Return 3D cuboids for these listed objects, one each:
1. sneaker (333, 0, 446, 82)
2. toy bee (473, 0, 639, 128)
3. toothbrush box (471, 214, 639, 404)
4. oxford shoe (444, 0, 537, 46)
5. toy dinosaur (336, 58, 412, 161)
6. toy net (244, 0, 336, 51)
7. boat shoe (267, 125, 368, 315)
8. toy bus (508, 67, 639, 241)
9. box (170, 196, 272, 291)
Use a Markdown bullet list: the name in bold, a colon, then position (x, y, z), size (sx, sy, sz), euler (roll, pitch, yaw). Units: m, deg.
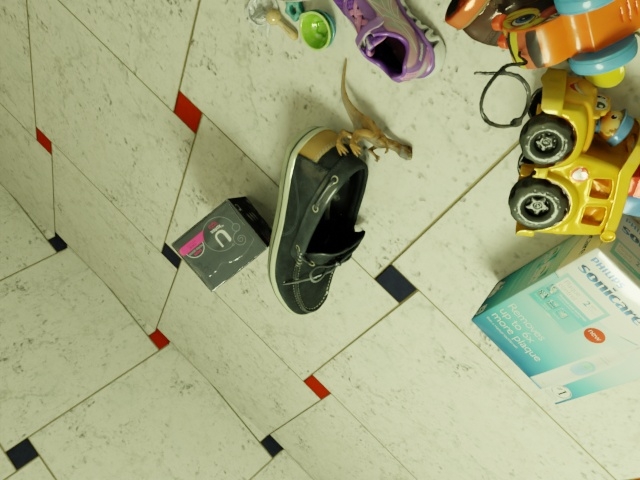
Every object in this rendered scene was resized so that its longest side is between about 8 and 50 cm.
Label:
- **sneaker**: position (0.086, -0.336, 0.854), size (0.236, 0.104, 0.095), euler (48, 145, 2)
- **toy bee**: position (0.280, -0.263, 0.636), size (0.162, 0.298, 0.195), euler (-122, 21, -58)
- **toothbrush box**: position (0.434, 0.119, 0.899), size (0.216, 0.126, 0.295), euler (46, 142, 3)
- **oxford shoe**: position (0.277, -0.355, 0.679), size (0.098, 0.096, 0.271), euler (27, 146, -16)
- **toy dinosaur**: position (0.075, -0.209, 1.003), size (0.211, 0.112, 0.064), euler (46, 158, -6)
- **toy net**: position (-0.067, -0.414, 0.986), size (0.232, 0.045, 0.122), euler (19, 135, 33)
- **boat shoe**: position (0.000, 0.000, 1.183), size (0.156, 0.187, 0.500), euler (34, 137, 27)
- **toy bus**: position (0.377, -0.108, 0.749), size (0.212, 0.149, 0.220), euler (11, 129, 22)
- **box**: position (-0.215, -0.001, 1.303), size (0.143, 0.165, 0.270), euler (51, -177, -4)
